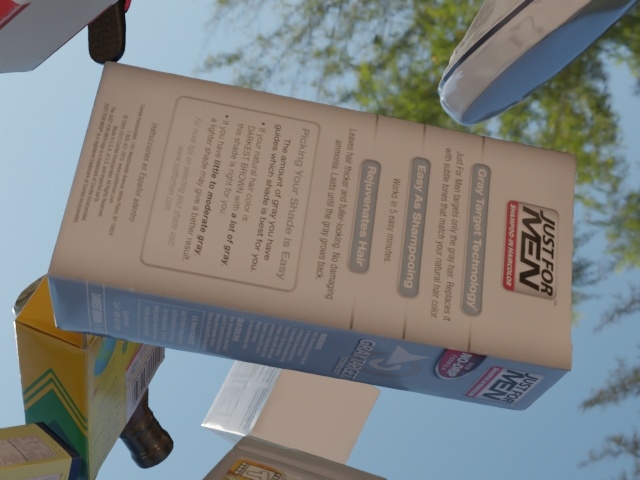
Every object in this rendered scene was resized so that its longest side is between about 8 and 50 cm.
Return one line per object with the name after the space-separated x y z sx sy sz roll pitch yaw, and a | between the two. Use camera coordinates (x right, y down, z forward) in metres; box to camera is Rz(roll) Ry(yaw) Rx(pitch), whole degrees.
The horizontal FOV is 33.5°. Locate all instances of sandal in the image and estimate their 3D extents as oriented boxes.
-0.266 -0.306 1.344 0.067 0.179 0.040 -4 173 24 | sandal

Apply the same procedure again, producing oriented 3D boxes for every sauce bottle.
-0.337 0.207 1.640 0.111 0.344 0.111 -25 -156 12 | sauce bottle

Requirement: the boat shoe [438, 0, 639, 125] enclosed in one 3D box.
0.208 -0.269 0.889 0.156 0.367 0.136 50 -161 17 | boat shoe

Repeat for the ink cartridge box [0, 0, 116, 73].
-0.254 -0.288 0.788 0.273 0.197 0.114 61 -152 3 | ink cartridge box

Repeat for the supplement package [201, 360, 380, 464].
-0.061 0.319 2.011 0.199 0.262 0.198 33 -107 -18 | supplement package

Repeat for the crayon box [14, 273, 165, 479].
-0.233 0.089 1.126 0.081 0.319 0.202 21 -132 7 | crayon box

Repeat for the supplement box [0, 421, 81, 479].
-0.225 0.181 0.747 0.083 0.083 0.056 0 -161 -46 | supplement box

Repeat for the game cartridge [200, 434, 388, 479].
-0.033 0.286 1.055 0.198 0.062 0.297 11 -167 13 | game cartridge

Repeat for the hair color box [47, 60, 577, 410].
0.000 0.000 0.821 0.374 0.114 0.185 11 -117 -5 | hair color box
